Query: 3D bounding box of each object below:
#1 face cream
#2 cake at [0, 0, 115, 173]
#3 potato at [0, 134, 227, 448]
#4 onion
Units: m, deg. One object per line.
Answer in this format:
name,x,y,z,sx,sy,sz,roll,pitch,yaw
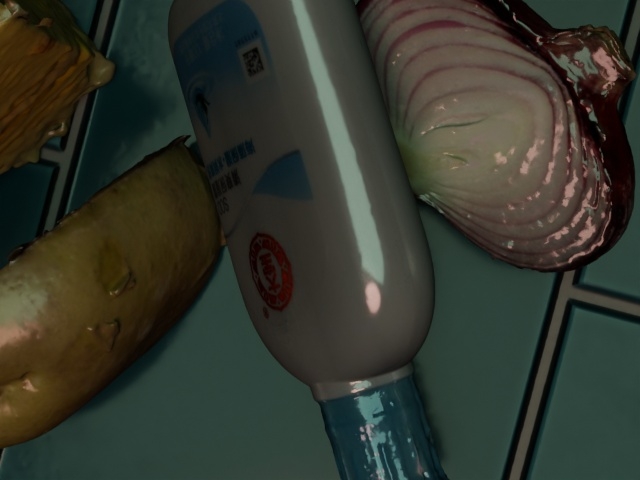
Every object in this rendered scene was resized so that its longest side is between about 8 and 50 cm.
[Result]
face cream,0.000,0.000,0.740,0.080,0.163,0.336,-15,88,-31
cake,-0.284,-0.114,0.691,0.227,0.286,0.222,45,93,4
potato,-0.153,0.045,0.756,0.243,0.138,0.098,-40,91,6
onion,0.118,-0.083,0.750,0.151,0.098,0.206,-32,89,26
